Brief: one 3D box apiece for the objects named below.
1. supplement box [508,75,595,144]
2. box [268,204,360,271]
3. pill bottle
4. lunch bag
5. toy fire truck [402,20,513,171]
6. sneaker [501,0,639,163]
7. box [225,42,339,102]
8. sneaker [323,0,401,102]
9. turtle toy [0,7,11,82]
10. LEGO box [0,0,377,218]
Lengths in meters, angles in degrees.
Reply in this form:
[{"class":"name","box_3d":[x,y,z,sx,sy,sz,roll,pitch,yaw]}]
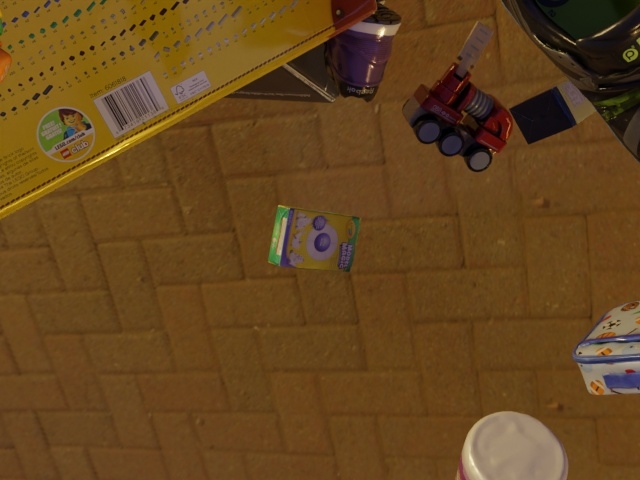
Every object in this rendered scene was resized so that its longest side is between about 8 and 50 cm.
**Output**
[{"class":"supplement box","box_3d":[0.311,-0.177,0.937,0.056,0.083,0.083,60,153,-6]},{"class":"box","box_3d":[0.000,0.000,1.274,0.043,0.179,0.105,18,100,52]},{"class":"pill bottle","box_3d":[0.318,0.447,1.264,0.169,0.169,0.301,10,136,11]},{"class":"lunch bag","box_3d":[0.625,0.188,1.288,0.303,0.243,0.114,-19,97,49]},{"class":"toy fire truck","box_3d":[0.318,-0.307,1.511,0.217,0.158,0.246,24,117,-24]},{"class":"sneaker","box_3d":[0.148,-0.079,0.326,0.188,0.078,0.067,46,113,9]},{"class":"box","box_3d":[-0.247,-0.473,1.300,0.480,0.472,0.297,11,81,35]},{"class":"sneaker","box_3d":[0.034,-0.276,0.999,0.107,0.283,0.124,7,117,-6]},{"class":"turtle toy","box_3d":[-0.218,-0.107,0.387,0.130,0.066,0.095,-16,84,26]},{"class":"LEGO box","box_3d":[-0.256,-0.222,0.748,0.500,0.372,0.193,-33,119,-17]}]
